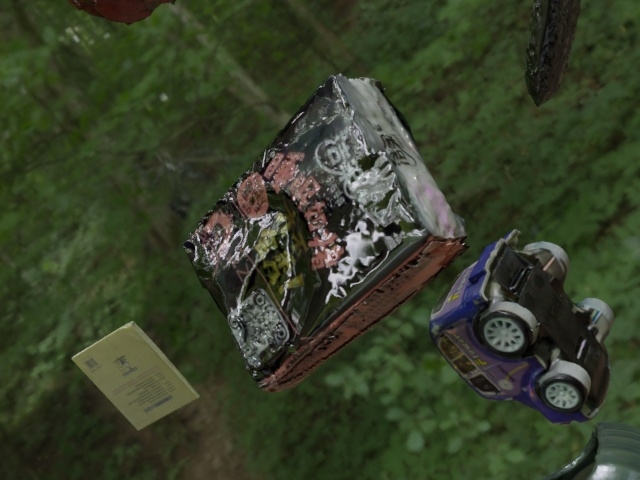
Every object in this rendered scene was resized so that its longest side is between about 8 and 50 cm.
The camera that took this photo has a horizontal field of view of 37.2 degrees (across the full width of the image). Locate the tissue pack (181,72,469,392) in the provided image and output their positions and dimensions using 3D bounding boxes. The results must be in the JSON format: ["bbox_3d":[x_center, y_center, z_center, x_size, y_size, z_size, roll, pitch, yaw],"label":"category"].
[{"bbox_3d":[0.000,0.000,1.095,0.123,0.245,0.332,-2,-34,-48],"label":"tissue pack"}]

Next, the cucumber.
[{"bbox_3d":[0.334,-0.322,1.345,0.072,0.072,0.300,-29,-48,-41],"label":"cucumber"}]

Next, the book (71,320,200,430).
[{"bbox_3d":[-0.341,0.252,1.745,0.168,0.192,0.013,-31,16,28],"label":"book"}]

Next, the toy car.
[{"bbox_3d":[0.250,0.122,1.186,0.158,0.235,0.172,-35,10,41],"label":"toy car"}]

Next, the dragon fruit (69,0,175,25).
[{"bbox_3d":[-0.339,-0.480,1.607,0.244,0.244,0.299,-34,-5,-11],"label":"dragon fruit"}]

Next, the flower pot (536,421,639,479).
[{"bbox_3d":[0.302,0.286,0.983,0.189,0.157,0.243,-47,-10,10],"label":"flower pot"}]
